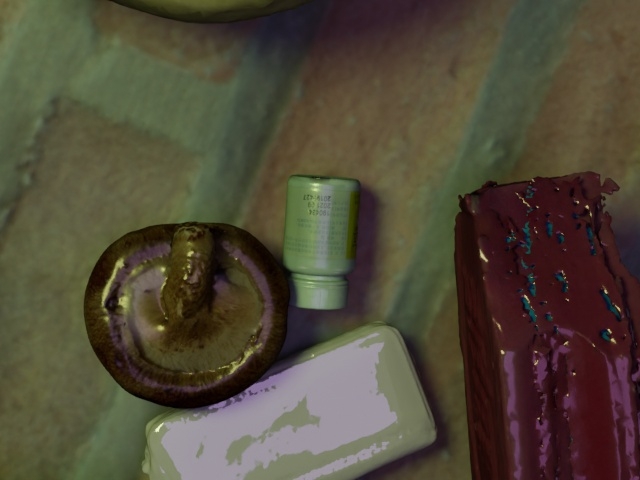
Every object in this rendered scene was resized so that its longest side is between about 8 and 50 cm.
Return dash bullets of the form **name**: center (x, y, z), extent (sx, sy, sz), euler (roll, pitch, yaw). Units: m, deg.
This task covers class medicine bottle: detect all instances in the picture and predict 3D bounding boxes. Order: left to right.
- **medicine bottle**: center (0.000, 0.000, 0.989), extent (0.047, 0.047, 0.083), euler (2, 96, -10)

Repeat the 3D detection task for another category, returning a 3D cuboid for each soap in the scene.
- **soap**: center (0.144, 0.083, 0.969), extent (0.099, 0.162, 0.249), euler (-5, 95, -3)

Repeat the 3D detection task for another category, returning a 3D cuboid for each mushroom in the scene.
- **mushroom**: center (-0.082, 0.045, 0.960), extent (0.127, 0.087, 0.127), euler (0, 92, -7)

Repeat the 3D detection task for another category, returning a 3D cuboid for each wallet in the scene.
- **wallet**: center (-0.021, 0.124, 1.006), extent (0.190, 0.033, 0.095), euler (-21, 97, -7)

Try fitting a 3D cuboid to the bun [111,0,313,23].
- **bun**: center (-0.086, -0.300, 0.856), extent (0.326, 0.234, 0.362), euler (-24, 115, 0)
